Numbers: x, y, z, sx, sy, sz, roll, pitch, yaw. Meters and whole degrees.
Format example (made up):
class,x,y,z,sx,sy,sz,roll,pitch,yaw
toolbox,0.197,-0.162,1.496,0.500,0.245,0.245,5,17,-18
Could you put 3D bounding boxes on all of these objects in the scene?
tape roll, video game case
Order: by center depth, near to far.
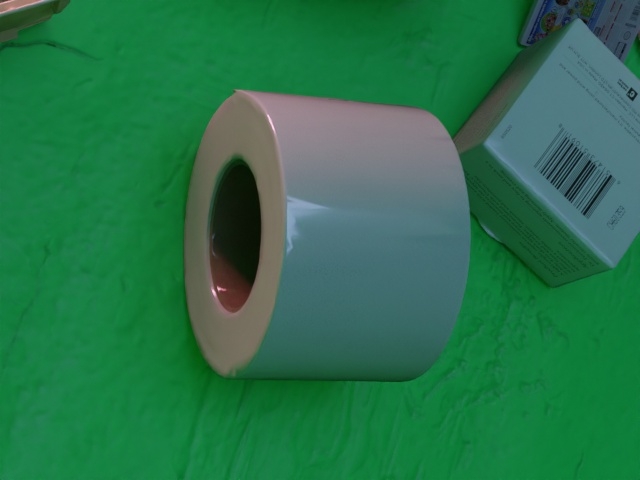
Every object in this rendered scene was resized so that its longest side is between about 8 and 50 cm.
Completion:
class,x,y,z,sx,sy,sz,roll,pitch,yaw
tape roll,0.000,0.000,1.438,0.169,0.246,0.246,4,78,-23
video game case,0.270,-0.227,1.703,0.122,0.011,0.087,11,117,-22

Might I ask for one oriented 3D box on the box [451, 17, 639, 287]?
class,x,y,z,sx,sy,sz,roll,pitch,yaw
box,0.238,-0.083,1.629,0.181,0.119,0.182,43,66,-11

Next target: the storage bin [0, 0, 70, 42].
class,x,y,z,sx,sy,sz,roll,pitch,yaw
storage bin,-0.370,-0.278,1.393,0.260,0.123,0.262,-21,89,-26

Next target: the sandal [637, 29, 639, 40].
class,x,y,z,sx,sy,sz,roll,pitch,yaw
sandal,0.403,-0.264,1.748,0.169,0.102,0.416,-31,94,-25
